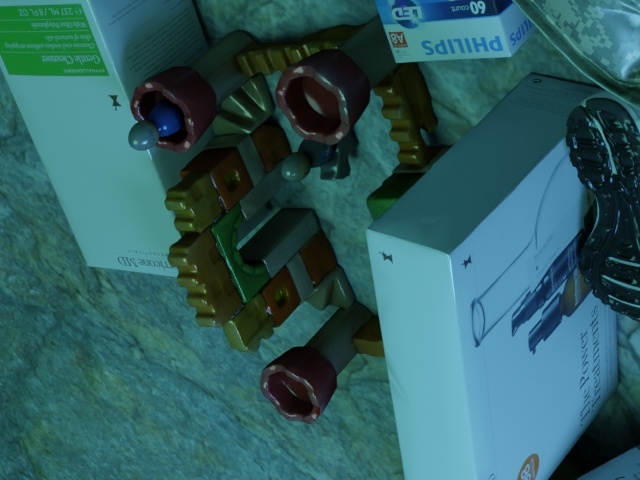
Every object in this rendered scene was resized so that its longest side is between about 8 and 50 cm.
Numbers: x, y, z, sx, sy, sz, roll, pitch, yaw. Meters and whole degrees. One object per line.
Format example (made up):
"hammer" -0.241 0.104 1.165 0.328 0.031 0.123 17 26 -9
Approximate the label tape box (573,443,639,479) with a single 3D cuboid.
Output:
"label tape box" 0.311 0.362 1.491 0.241 0.333 0.106 65 173 -24

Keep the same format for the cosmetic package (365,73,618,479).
"cosmetic package" 0.179 0.075 1.383 0.097 0.284 0.377 19 135 35

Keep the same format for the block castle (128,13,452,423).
"block castle" 0.000 0.000 1.537 0.303 0.213 0.453 1 125 41

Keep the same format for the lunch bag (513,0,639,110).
"lunch bag" 0.248 -0.251 1.077 0.287 0.235 0.169 44 143 1

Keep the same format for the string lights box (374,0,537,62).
"string lights box" 0.099 -0.294 1.298 0.133 0.077 0.260 2 125 39

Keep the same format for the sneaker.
"sneaker" 0.299 -0.034 1.326 0.100 0.108 0.272 19 137 36

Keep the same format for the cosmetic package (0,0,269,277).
"cosmetic package" -0.221 -0.150 1.647 0.197 0.155 0.366 4 125 38

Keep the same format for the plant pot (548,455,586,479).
"plant pot" 0.262 0.364 1.642 0.254 0.237 0.237 35 142 -10
